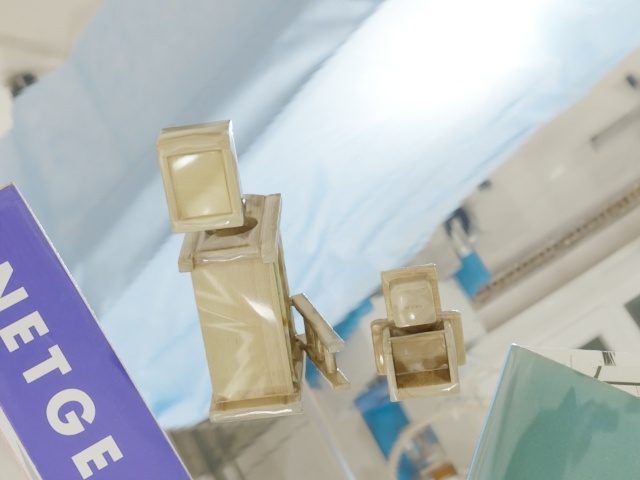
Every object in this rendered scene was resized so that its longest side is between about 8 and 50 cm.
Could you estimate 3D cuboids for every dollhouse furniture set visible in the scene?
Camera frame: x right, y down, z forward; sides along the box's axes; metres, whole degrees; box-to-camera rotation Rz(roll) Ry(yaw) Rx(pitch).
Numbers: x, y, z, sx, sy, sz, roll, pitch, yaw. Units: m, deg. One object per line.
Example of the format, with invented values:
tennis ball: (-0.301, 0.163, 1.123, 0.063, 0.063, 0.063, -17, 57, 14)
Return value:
dollhouse furniture set: (0.000, 0.000, 0.814, 0.161, 0.101, 0.182, -7, 113, 4)

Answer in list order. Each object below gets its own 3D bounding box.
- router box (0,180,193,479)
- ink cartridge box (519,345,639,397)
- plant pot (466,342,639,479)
router box: (-0.165, 0.161, 0.955, 0.082, 0.335, 0.301, -29, 167, -17)
ink cartridge box: (0.297, 0.187, 1.375, 0.203, 0.086, 0.148, 3, 140, 1)
plant pot: (0.230, 0.243, 1.006, 0.235, 0.293, 0.293, -65, 153, -2)
